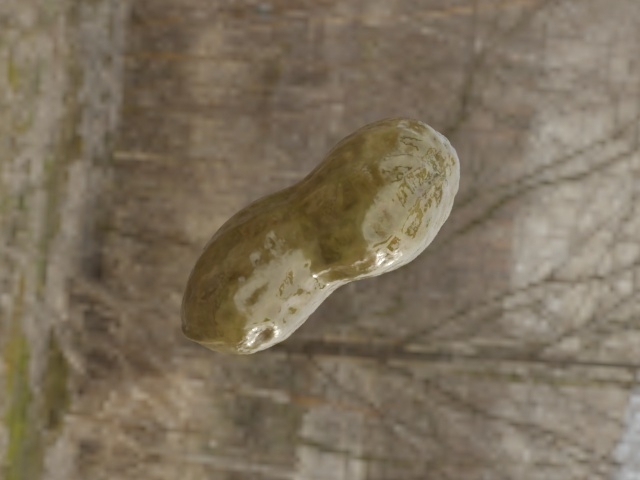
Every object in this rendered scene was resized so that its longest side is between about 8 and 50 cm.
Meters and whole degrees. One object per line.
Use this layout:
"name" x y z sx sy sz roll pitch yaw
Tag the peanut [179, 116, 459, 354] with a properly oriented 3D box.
"peanut" 0.001 0.000 1.015 0.089 0.193 0.089 54 -2 3
